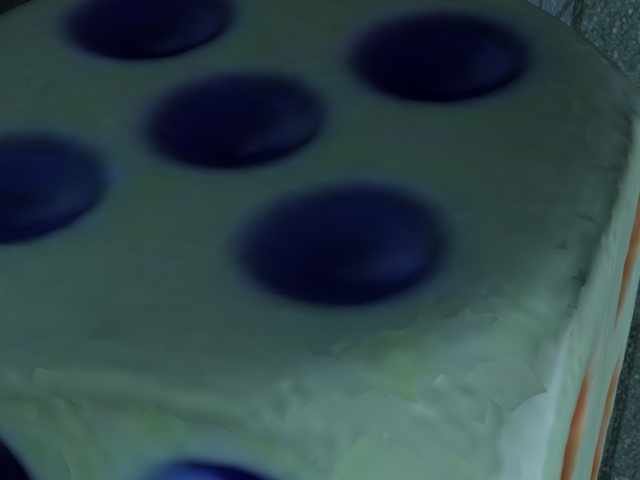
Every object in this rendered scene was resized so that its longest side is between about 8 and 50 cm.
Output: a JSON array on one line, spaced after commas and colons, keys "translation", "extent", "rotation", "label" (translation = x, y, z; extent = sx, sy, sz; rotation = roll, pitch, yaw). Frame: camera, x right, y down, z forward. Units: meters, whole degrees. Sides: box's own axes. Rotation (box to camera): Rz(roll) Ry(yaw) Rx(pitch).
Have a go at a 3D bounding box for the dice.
[{"translation": [-0.032, 0.057, 0.672], "extent": [0.304, 0.304, 0.277], "rotation": [-61, 158, -50], "label": "dice"}]
